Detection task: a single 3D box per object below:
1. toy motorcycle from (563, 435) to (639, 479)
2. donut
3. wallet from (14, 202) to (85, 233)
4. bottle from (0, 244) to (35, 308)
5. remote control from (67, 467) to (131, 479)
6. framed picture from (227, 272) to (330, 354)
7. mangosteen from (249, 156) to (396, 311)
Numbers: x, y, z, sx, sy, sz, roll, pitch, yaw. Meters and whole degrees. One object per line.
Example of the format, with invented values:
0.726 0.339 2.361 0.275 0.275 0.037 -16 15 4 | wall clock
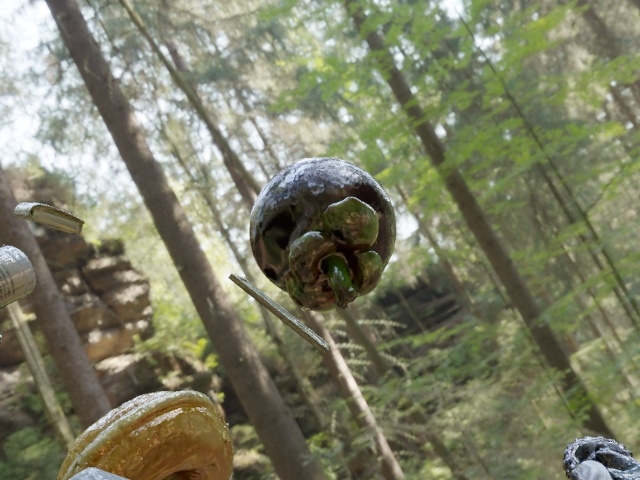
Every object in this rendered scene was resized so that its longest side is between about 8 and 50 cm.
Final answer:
0.520 0.475 1.309 0.232 0.172 0.416 4 28 15 | toy motorcycle
-0.380 0.523 1.782 0.449 0.198 0.448 -28 -42 -29 | donut
-0.525 -0.047 1.545 0.110 0.039 0.155 21 -7 -30 | wallet
-0.369 0.066 0.741 0.060 0.060 0.217 -37 -3 37 | bottle
-0.222 0.298 0.910 0.184 0.027 0.050 3 20 37 | remote control
-0.094 0.177 1.933 0.016 0.289 0.213 -52 -5 -2 | framed picture
0.007 -0.010 1.523 0.311 0.311 0.311 -27 -12 -6 | mangosteen
